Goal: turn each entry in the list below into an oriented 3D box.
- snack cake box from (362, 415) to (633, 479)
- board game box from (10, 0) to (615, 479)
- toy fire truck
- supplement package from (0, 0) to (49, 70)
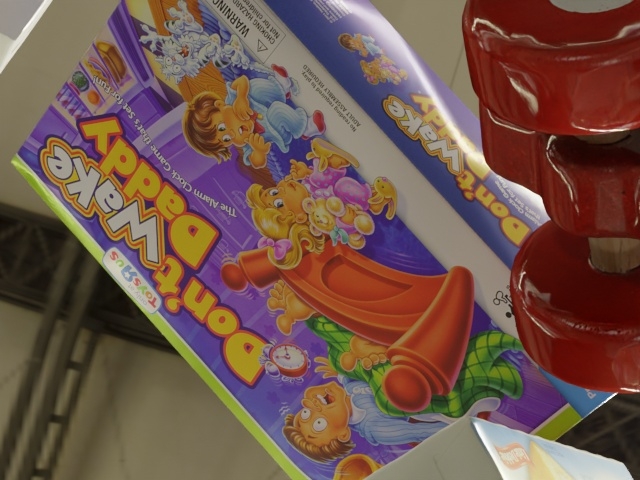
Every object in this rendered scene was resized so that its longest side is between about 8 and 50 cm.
[{"bbox_3d":[0.072,0.170,0.781,0.152,0.264,0.089,-35,-113,15],"label":"snack cake box"},{"bbox_3d":[0.000,0.000,0.955,0.347,0.078,0.233,48,-49,6],"label":"board game box"},{"bbox_3d":[0.218,-0.048,0.652,0.254,0.169,0.302,-35,-141,-26],"label":"toy fire truck"},{"bbox_3d":[-0.245,-0.196,1.180,0.105,0.179,0.105,36,-102,-11],"label":"supplement package"}]
